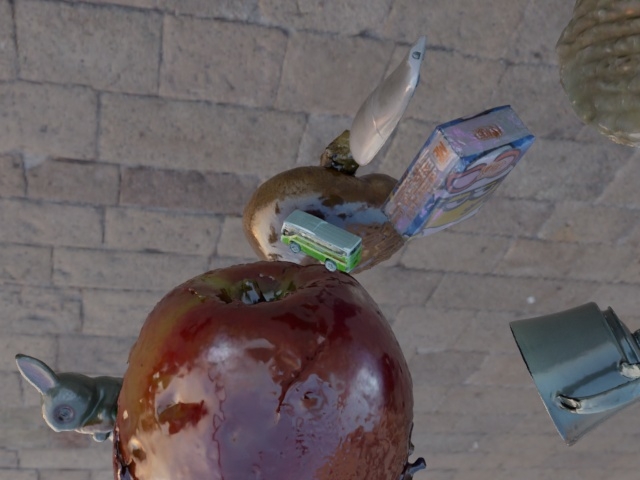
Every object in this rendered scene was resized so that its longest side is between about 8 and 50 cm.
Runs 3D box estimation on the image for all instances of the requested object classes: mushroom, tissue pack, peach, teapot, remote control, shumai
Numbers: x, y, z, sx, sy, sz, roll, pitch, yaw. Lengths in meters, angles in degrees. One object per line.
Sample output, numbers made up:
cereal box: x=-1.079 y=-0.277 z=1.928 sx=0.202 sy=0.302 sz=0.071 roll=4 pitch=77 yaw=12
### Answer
mushroom: x=0.020 y=-0.036 z=1.352 sx=0.297 sy=0.163 sz=0.278 roll=-2 pitch=137 yaw=-28
tissue pack: x=0.150 y=-0.071 z=0.913 sx=0.115 sy=0.065 sz=0.155 roll=-21 pitch=159 yaw=-32
peach: x=-0.077 y=0.234 z=0.983 sx=0.353 sy=0.339 sz=0.417 roll=-14 pitch=116 yaw=-32
teapot: x=0.328 y=0.146 z=0.976 sx=0.149 sy=0.162 sz=0.239 roll=-25 pitch=-176 yaw=12
remote control: x=0.071 y=-0.156 z=0.953 sx=0.044 sy=0.073 sz=0.229 roll=20 pitch=158 yaw=-5
shumai: x=0.412 y=-0.198 z=0.803 sx=0.262 sy=0.267 sz=0.314 roll=13 pitch=167 yaw=-23

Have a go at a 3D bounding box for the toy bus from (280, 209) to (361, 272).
toy bus: x=0.000 y=0.000 z=0.812 sx=0.083 sy=0.031 sz=0.037 roll=26 pitch=140 yaw=23

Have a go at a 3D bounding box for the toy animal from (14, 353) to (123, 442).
toy animal: x=-0.350 y=0.245 z=1.232 sx=0.236 sy=0.108 sz=0.138 roll=17 pitch=169 yaw=-22
